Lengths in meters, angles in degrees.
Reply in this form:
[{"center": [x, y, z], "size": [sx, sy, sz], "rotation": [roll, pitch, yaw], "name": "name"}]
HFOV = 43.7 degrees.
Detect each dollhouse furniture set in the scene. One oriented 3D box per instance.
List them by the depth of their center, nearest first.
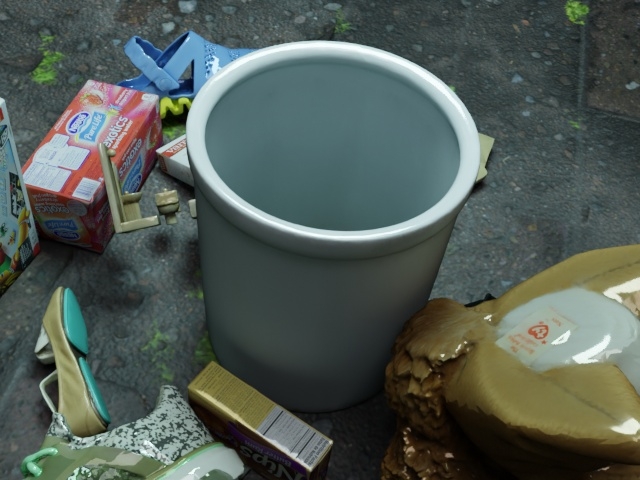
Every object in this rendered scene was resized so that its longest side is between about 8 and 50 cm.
[{"center": [-0.223, -0.086, 1.146], "size": [0.151, 0.144, 0.123], "rotation": [-13, 92, -7], "name": "dollhouse furniture set"}]

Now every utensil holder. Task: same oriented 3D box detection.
[{"center": [0.000, 0.000, 1.025], "size": [0.327, 0.385, 0.328], "rotation": [3, 49, -4], "name": "utensil holder"}]

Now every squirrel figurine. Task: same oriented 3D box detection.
[{"center": [0.266, 0.238, 0.917], "size": [0.397, 0.370, 0.281], "rotation": [-6, 35, 32], "name": "squirrel figurine"}]

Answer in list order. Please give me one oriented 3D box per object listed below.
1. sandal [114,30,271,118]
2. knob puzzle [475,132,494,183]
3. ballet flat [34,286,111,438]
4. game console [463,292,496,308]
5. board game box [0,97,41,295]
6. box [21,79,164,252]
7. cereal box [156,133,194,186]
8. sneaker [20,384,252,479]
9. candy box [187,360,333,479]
[{"center": [-0.215, -0.300, 1.390], "size": [0.317, 0.138, 0.126], "rotation": [-14, 33, -13], "name": "sandal"}, {"center": [0.196, -0.139, 1.395], "size": [0.213, 0.030, 0.213], "rotation": [4, 50, -4], "name": "knob puzzle"}, {"center": [-0.342, 0.161, 1.056], "size": [0.073, 0.080, 0.232], "rotation": [-24, 54, -6], "name": "ballet flat"}, {"center": [0.223, 0.129, 1.131], "size": [0.107, 0.071, 0.122], "rotation": [36, 28, 10], "name": "game console"}, {"center": [-0.465, -0.023, 1.044], "size": [0.053, 0.305, 0.193], "rotation": [22, 52, 9], "name": "board game box"}, {"center": [-0.355, -0.122, 1.258], "size": [0.128, 0.123, 0.257], "rotation": [14, 50, 6], "name": "box"}, {"center": [-0.131, -0.135, 1.300], "size": [0.240, 0.047, 0.173], "rotation": [26, 50, 39], "name": "cereal box"}, {"center": [-0.291, 0.292, 0.892], "size": [0.410, 0.158, 0.182], "rotation": [-20, 63, -31], "name": "sneaker"}, {"center": [-0.077, 0.241, 0.994], "size": [0.186, 0.109, 0.053], "rotation": [31, 54, 18], "name": "candy box"}]
